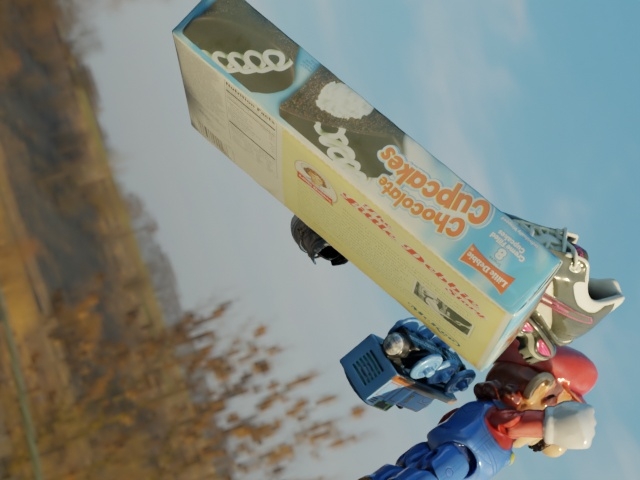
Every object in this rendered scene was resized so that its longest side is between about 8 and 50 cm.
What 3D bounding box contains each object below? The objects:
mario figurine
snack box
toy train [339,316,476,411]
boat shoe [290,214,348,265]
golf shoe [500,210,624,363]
[{"bbox_3d":[0.204,0.245,1.658,0.198,0.320,0.170,35,-28,42],"label":"mario figurine"},{"bbox_3d":[0.029,-0.041,1.098,0.322,0.060,0.187,41,-13,10],"label":"snack box"},{"bbox_3d":[0.106,0.152,1.694,0.184,0.105,0.080,28,27,-57],"label":"toy train"},{"bbox_3d":[0.000,0.000,1.767,0.183,0.065,0.083,115,-22,-67],"label":"boat shoe"},{"bbox_3d":[0.194,0.010,1.435,0.273,0.120,0.105,43,28,-40],"label":"golf shoe"}]
